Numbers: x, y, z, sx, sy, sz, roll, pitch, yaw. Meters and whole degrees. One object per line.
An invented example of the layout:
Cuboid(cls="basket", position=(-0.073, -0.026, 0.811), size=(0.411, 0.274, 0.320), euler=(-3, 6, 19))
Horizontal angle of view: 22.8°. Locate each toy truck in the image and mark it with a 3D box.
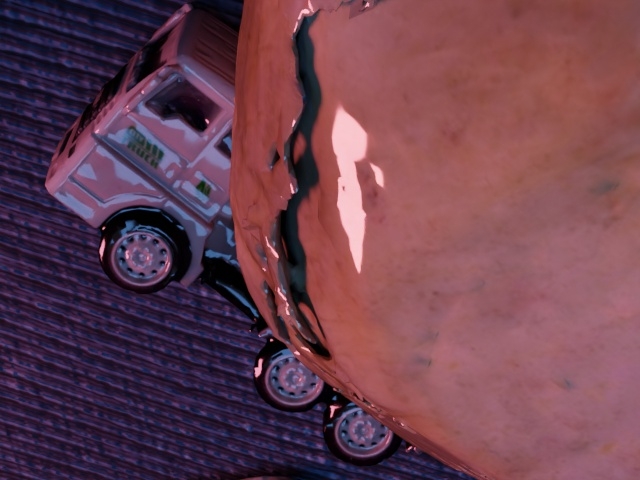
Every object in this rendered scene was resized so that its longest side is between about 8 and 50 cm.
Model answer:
Cuboid(cls="toy truck", position=(0.000, 0.000, 0.735), size=(0.242, 0.101, 0.125), euler=(38, 112, -15))

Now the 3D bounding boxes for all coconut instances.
Cuboid(cls="coconut", position=(0.134, -0.057, 0.564), size=(0.353, 0.352, 0.352), euler=(3, 119, 6))

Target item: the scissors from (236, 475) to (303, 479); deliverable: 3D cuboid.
Cuboid(cls="scissors", position=(-0.150, 0.160, 0.885), size=(0.300, 0.022, 0.109), euler=(-14, 119, 14))
